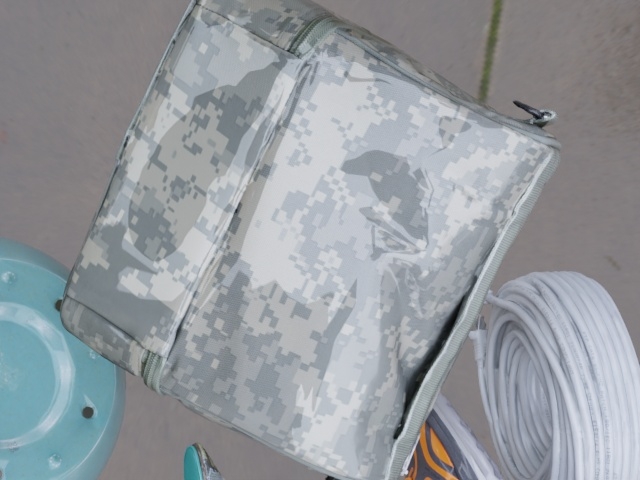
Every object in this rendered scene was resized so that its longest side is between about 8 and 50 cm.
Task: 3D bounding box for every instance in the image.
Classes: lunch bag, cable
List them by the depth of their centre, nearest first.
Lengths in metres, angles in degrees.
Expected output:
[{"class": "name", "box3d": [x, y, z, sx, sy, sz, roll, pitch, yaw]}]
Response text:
[{"class": "lunch bag", "box3d": [0.000, 0.000, 0.951, 0.256, 0.212, 0.305, 30, 98, 21]}, {"class": "cable", "box3d": [0.229, 0.157, 1.289, 0.089, 0.257, 0.257, -6, 86, -12]}]

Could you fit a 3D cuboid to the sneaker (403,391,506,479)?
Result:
[{"class": "sneaker", "box3d": [0.092, 0.269, 1.184, 0.180, 0.124, 0.321, -33, 51, 4]}]

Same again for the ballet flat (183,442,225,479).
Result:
[{"class": "ballet flat", "box3d": [-0.080, 0.208, 1.001, 0.041, 0.041, 0.114, -3, 75, -5]}]

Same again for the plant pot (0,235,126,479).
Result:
[{"class": "plant pot", "box3d": [-0.294, 0.124, 1.099, 0.293, 0.235, 0.292, 7, 75, -28]}]
